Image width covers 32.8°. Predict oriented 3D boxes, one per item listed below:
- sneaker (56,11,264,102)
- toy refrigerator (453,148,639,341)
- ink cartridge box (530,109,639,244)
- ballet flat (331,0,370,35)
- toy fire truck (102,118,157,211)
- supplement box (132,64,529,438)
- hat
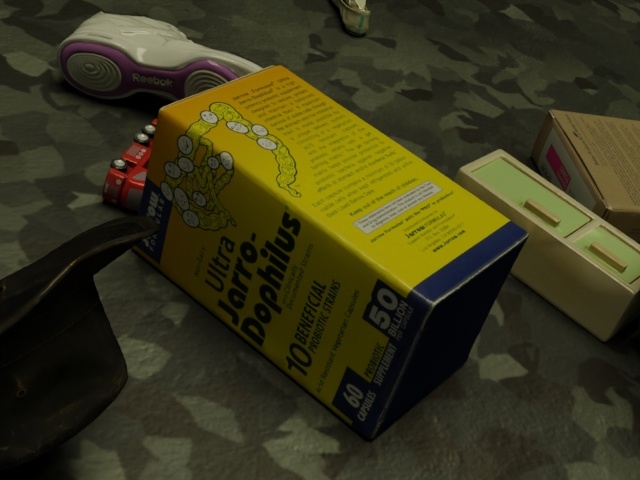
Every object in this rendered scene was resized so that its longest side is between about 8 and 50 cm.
[{"bbox_3d":[-0.183,-0.239,1.443,0.305,0.114,0.152,17,38,-3],"label":"sneaker"},{"bbox_3d":[0.291,-0.002,1.372,0.269,0.094,0.102,40,41,24],"label":"toy refrigerator"},{"bbox_3d":[0.428,-0.077,1.533,0.193,0.088,0.235,5,40,-16],"label":"ink cartridge box"},{"bbox_3d":[0.053,-0.401,1.805,0.057,0.052,0.168,2,40,-21],"label":"ballet flat"},{"bbox_3d":[-0.165,-0.087,1.316,0.135,0.047,0.192,23,38,3],"label":"toy fire truck"},{"bbox_3d":[0.000,0.000,1.157,0.356,0.194,0.195,36,40,22],"label":"supplement box"},{"bbox_3d":[-0.256,0.110,0.906,0.331,0.331,0.134,-40,104,-49],"label":"hat"}]
